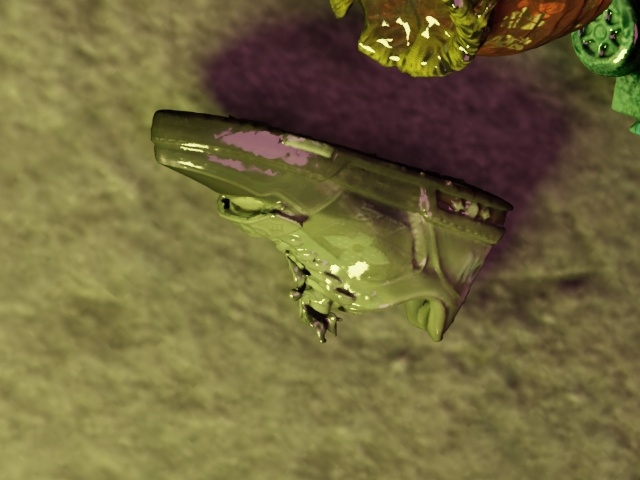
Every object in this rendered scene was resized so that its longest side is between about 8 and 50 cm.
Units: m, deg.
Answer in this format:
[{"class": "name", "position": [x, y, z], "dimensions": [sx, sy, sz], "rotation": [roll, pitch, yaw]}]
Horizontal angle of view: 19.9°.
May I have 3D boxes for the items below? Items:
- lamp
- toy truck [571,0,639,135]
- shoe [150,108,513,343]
[{"class": "lamp", "position": [0.096, -0.225, 1.237], "dimensions": [0.247, 0.247, 0.247], "rotation": [-5, 108, -16]}, {"class": "toy truck", "position": [0.295, -0.210, 1.322], "dimensions": [0.155, 0.156, 0.278], "rotation": [-8, 113, -44]}, {"class": "shoe", "position": [-0.001, 0.000, 1.340], "dimensions": [0.293, 0.109, 0.149], "rotation": [14, 97, -25]}]
